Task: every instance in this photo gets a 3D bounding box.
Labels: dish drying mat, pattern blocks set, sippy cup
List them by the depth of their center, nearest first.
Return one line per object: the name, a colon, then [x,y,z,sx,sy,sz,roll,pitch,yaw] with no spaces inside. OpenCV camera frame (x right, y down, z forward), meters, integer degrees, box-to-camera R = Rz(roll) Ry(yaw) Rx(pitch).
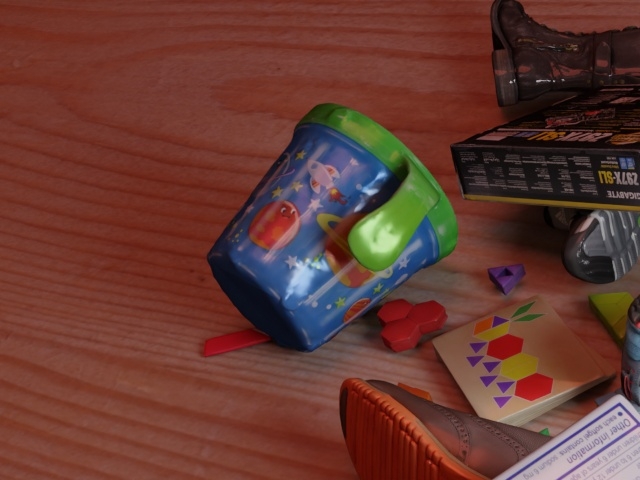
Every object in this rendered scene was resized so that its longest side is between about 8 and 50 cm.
pattern blocks set: [0.207,0.127,1.608,0.285,0.026,0.325,-18,32,2]
sippy cup: [0.000,0.000,1.745,0.240,0.305,0.224,38,71,19]
dish drying mat: [-0.098,0.118,1.800,0.083,0.008,0.032,-14,33,8]

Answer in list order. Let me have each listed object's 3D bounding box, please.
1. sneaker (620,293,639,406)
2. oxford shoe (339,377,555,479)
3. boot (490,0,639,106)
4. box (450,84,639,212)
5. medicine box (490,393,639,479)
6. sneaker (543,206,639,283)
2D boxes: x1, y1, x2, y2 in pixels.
sneaker: [0.394,0.107,1.472,0.262,0.125,0.104,-1,29,-23]
oxford shoe: [0.152,0.226,1.428,0.132,0.130,0.363,-18,34,-32]
boot: [0.351,-0.263,2.084,0.229,0.091,0.263,-6,38,10]
box: [0.347,-0.110,1.726,0.257,0.079,0.322,-24,17,-30]
medicine box: [0.208,0.312,1.126,0.263,0.149,0.289,-30,59,-17]
sneaker: [0.299,-0.013,1.724,0.132,0.086,0.228,1,21,39]
